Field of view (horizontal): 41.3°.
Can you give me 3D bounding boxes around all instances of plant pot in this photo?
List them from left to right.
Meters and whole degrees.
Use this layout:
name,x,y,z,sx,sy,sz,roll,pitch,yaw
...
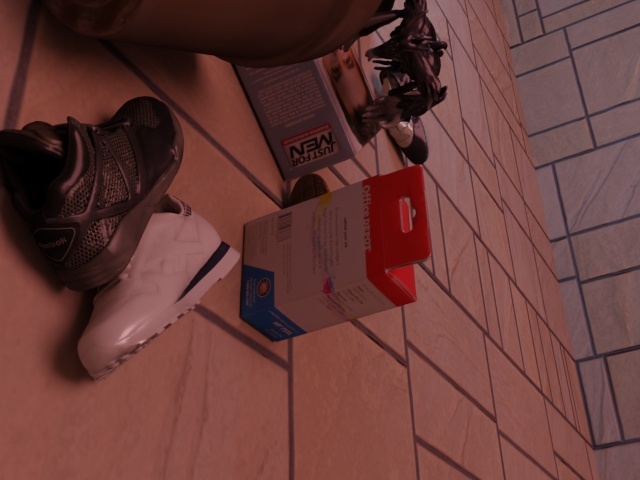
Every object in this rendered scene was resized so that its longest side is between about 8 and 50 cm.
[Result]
name,x,y,z,sx,sy,sz,roll,pitch,yaw
plant pot,-0.124,-0.311,0.823,0.280,0.323,0.323,-30,101,-50

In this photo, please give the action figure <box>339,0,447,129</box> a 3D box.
name,x,y,z,sx,sy,sz,roll,pitch,yaw
action figure,0.100,-0.232,1.135,0.276,0.141,0.164,11,64,-81

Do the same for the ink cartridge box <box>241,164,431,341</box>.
name,x,y,z,sx,sy,sz,roll,pitch,yaw
ink cartridge box,0.027,0.016,0.957,0.078,0.231,0.134,45,36,-46

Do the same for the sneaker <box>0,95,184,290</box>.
name,x,y,z,sx,sy,sz,roll,pitch,yaw
sneaker,-0.192,-0.079,0.728,0.227,0.087,0.130,-74,146,-44

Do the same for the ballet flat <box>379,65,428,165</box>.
name,x,y,z,sx,sy,sz,roll,pitch,yaw
ballet flat,0.153,-0.240,1.628,0.074,0.074,0.203,-11,90,-66

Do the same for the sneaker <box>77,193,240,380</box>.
name,x,y,z,sx,sy,sz,roll,pitch,yaw
sneaker,-0.158,0.036,0.749,0.094,0.090,0.235,53,23,-10

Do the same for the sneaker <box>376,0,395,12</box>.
name,x,y,z,sx,sy,sz,roll,pitch,yaw
sneaker,0.133,-0.565,1.644,0.099,0.262,0.121,20,33,-15

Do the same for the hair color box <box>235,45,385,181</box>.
name,x,y,z,sx,sy,sz,roll,pitch,yaw
hair color box,-0.047,-0.290,1.162,0.374,0.114,0.185,67,24,-13

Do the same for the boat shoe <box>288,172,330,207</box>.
name,x,y,z,sx,sy,sz,roll,pitch,yaw
boat shoe,0.000,0.000,1.127,0.060,0.064,0.177,0,80,-71
